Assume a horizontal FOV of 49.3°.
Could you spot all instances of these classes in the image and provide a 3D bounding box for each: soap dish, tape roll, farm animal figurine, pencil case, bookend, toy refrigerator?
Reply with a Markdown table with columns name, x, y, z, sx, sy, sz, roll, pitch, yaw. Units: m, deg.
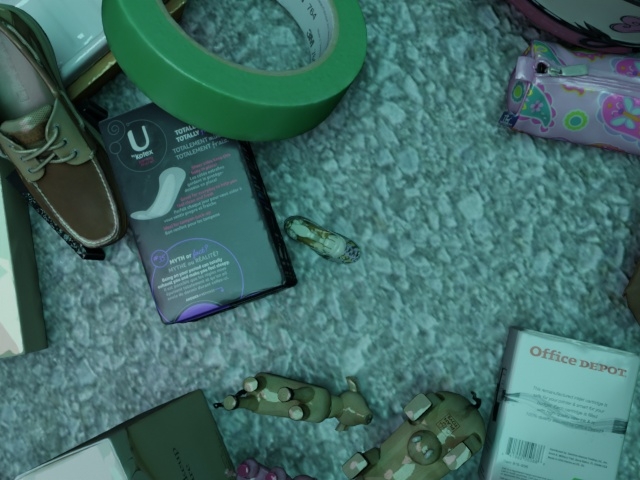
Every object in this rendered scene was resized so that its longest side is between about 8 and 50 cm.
| name | x | y | z | sx | sy | sz | roll | pitch | yaw |
| --- | --- | --- | --- | --- | --- | --- | --- | --- | --- |
| soap dish | -0.354 | -0.310 | 0.957 | 0.291 | 0.118 | 0.229 | -40 | 84 | 2 |
| tape roll | -0.101 | -0.275 | 0.861 | 0.321 | 0.077 | 0.321 | 12 | 59 | -21 |
| farm animal figurine | 0.065 | 0.277 | 0.862 | 0.327 | 0.172 | 0.330 | -28 | 72 | 12 |
| pencil case | 0.377 | -0.175 | 0.880 | 0.284 | 0.124 | 0.124 | 12 | 88 | 5 |
| bookend | -0.314 | -0.082 | 0.964 | 0.156 | 0.072 | 0.157 | 44 | 91 | 5 |
| toy refrigerator | -0.459 | 0.028 | 0.965 | 0.102 | 0.094 | 0.269 | -10 | 87 | -2 |

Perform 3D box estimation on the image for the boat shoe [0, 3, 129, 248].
| name | x | y | z | sx | sy | sz | roll | pitch | yaw |
| --- | --- | --- | --- | --- | --- | --- | --- | --- | --- |
| boat shoe | -0.344 | -0.129 | 0.848 | 0.123 | 0.116 | 0.324 | -28 | 103 | 1 |

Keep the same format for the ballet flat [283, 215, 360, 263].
| name | x | y | z | sx | sy | sz | roll | pitch | yaw |
| --- | --- | --- | --- | --- | --- | --- | --- | --- | --- |
| ballet flat | 0.000 | 0.000 | 0.946 | 0.114 | 0.041 | 0.041 | 26 | 90 | 6 |

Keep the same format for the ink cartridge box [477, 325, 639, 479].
| name | x | y | z | sx | sy | sz | roll | pitch | yaw |
| --- | --- | --- | --- | --- | --- | --- | --- | --- | --- |
| ink cartridge box | 0.298 | 0.224 | 0.882 | 0.153 | 0.087 | 0.208 | 13 | 89 | 6 |

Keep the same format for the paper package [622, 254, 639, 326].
| name | x | y | z | sx | sy | sz | roll | pitch | yaw |
| --- | --- | --- | --- | --- | --- | --- | --- | --- | --- |
| paper package | 0.550 | -0.005 | 0.748 | 0.325 | 0.168 | 0.309 | 17 | 104 | 5 |

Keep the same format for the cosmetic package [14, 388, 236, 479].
| name | x | y | z | sx | sy | sz | roll | pitch | yaw |
| --- | --- | --- | --- | --- | --- | --- | --- | --- | --- |
| cosmetic package | -0.202 | 0.287 | 0.815 | 0.113 | 0.309 | 0.160 | -24 | 85 | 4 |

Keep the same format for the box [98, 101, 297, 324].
| name | x | y | z | sx | sy | sz | roll | pitch | yaw |
| --- | --- | --- | --- | --- | --- | --- | --- | --- | --- |
| box | -0.153 | -0.042 | 0.910 | 0.165 | 0.143 | 0.270 | -19 | 85 | 2 |

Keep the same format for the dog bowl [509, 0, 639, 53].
| name | x | y | z | sx | sy | sz | roll | pitch | yaw |
| --- | --- | --- | --- | --- | --- | --- | --- | --- | --- |
| dog bowl | 0.361 | -0.406 | 0.825 | 0.408 | 0.150 | 0.408 | 3 | 74 | -12 |
